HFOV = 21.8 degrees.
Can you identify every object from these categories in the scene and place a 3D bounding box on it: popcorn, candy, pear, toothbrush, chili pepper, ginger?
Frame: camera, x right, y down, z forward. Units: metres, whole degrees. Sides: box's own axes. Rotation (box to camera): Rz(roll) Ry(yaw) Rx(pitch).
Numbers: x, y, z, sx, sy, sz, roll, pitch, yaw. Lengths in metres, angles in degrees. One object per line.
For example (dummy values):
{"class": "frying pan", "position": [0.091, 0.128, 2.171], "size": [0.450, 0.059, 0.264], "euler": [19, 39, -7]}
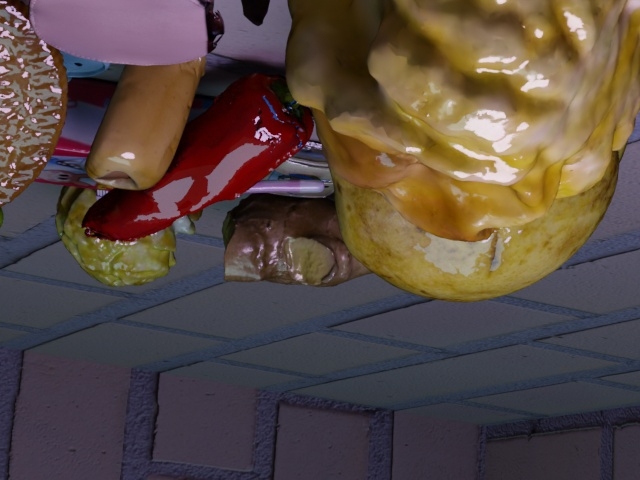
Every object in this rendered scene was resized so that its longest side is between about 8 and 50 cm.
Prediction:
{"class": "popcorn", "position": [0.099, -0.184, 1.281], "size": [0.381, 0.349, 0.349], "euler": [26, 175, 24]}
{"class": "candy", "position": [-0.262, -0.121, 1.969], "size": [0.305, 0.100, 0.157], "euler": [7, 165, -14]}
{"class": "popcorn", "position": [-0.242, -0.040, 2.179], "size": [0.212, 0.198, 0.198], "euler": [-20, 169, -10]}
{"class": "pear", "position": [0.148, -0.099, 1.574], "size": [0.304, 0.304, 0.304], "euler": [4, 166, 1]}
{"class": "toothbrush", "position": [-0.138, -0.067, 2.081], "size": [0.286, 0.025, 0.020], "euler": [-2, -157, -5]}
{"class": "chili pepper", "position": [-0.119, -0.094, 1.836], "size": [0.387, 0.110, 0.110], "euler": [-33, 150, 23]}
{"class": "ginger", "position": [0.000, 0.000, 2.246], "size": [0.270, 0.123, 0.219], "euler": [8, -157, -1]}

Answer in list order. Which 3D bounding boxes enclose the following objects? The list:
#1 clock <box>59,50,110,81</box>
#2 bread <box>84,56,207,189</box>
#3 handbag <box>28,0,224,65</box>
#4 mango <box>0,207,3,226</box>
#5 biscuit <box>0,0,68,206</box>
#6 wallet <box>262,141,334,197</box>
{"class": "clock", "position": [-0.260, -0.206, 1.739], "size": [0.147, 0.045, 0.108], "euler": [-7, 163, 38]}
{"class": "bread", "position": [-0.185, -0.132, 1.775], "size": [0.085, 0.173, 0.134], "euler": [22, 164, -8]}
{"class": "handbag", "position": [-0.158, -0.234, 1.446], "size": [0.179, 0.116, 0.205], "euler": [4, 165, -2]}
{"class": "mango", "position": [-0.605, -0.039, 2.288], "size": [0.343, 0.156, 0.192], "euler": [0, 174, 4]}
{"class": "biscuit", "position": [-0.406, -0.143, 1.680], "size": [0.305, 0.038, 0.305], "euler": [-6, 124, -10]}
{"class": "wallet", "position": [-0.021, -0.089, 2.139], "size": [0.110, 0.039, 0.155], "euler": [9, 166, -11]}
